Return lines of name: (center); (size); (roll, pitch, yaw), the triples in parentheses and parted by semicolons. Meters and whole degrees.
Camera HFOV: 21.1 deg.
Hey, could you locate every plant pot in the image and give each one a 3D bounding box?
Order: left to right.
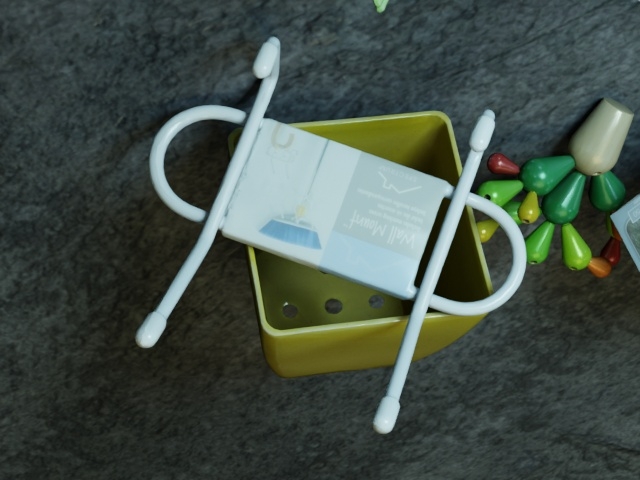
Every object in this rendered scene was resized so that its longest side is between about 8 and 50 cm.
plant pot: (0.023, 0.023, 1.628); (0.212, 0.212, 0.187); (-6, 153, -12)

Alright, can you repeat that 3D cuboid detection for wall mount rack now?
wall mount rack: (0.000, 0.000, 1.459); (0.350, 0.304, 0.130); (19, 162, 4)

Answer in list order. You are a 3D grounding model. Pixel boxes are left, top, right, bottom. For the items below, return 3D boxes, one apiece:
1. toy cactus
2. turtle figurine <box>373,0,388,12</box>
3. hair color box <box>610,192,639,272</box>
toy cactus: (0.247, -0.058, 1.692); (0.219, 0.112, 0.180); (17, 112, -30)
turtle figurine: (0.172, -0.229, 1.373); (0.266, 0.198, 0.275); (-17, 137, 8)
hair color box: (0.481, -0.003, 1.739); (0.185, 0.113, 0.374); (-40, 148, 28)
